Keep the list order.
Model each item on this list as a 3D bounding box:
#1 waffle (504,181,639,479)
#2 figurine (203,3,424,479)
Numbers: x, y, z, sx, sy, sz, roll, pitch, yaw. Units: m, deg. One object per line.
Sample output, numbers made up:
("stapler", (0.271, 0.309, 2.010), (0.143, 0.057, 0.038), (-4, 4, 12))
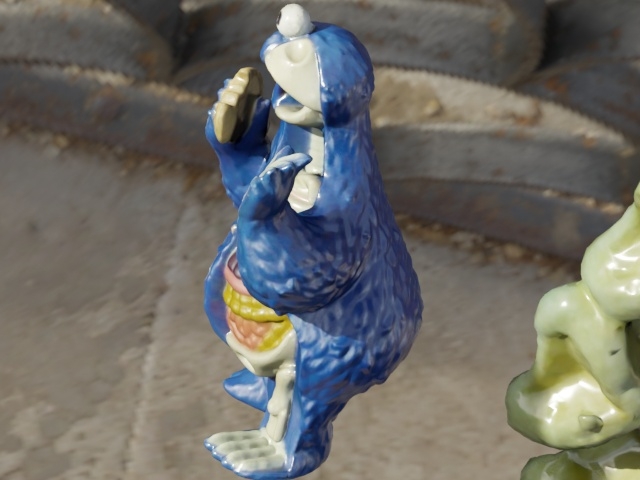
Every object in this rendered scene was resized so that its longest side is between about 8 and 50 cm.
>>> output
("waffle", (0.221, 0.031, 0.705), (0.309, 0.292, 0.056), (6, 37, -22))
("figurine", (-0.001, 0.001, 1.059), (0.120, 0.262, 0.164), (0, 40, -7))
